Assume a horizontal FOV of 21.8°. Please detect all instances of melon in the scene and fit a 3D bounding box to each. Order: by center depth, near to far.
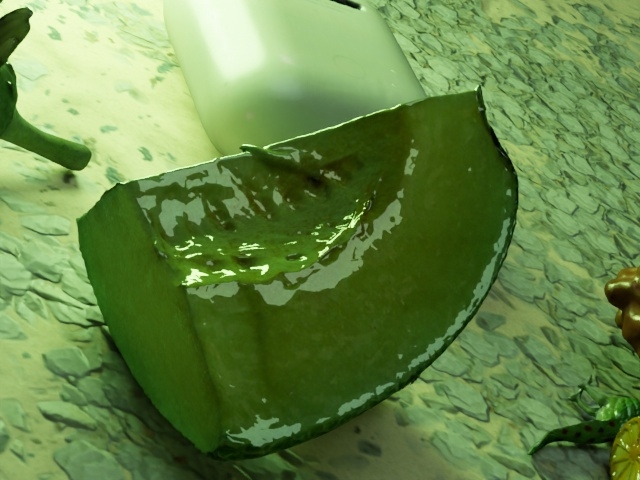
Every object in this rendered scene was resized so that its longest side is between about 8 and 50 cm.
[{"bbox_3d":[0.000,0.000,1.402,0.344,0.226,0.331,-13,33,-23],"label":"melon"}]

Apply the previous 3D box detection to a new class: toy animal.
[{"bbox_3d":[0.264,0.173,1.661,0.217,0.041,0.075,-3,43,-39],"label":"toy animal"}]

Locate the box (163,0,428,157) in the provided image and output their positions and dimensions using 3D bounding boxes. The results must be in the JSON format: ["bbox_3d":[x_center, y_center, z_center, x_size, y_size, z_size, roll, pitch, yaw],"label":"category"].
[{"bbox_3d":[-0.021,-0.184,1.863,0.289,0.141,0.349,13,32,-27],"label":"box"}]

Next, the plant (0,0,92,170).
[{"bbox_3d":[-0.356,-0.146,1.492,0.261,0.297,0.305,8,72,5],"label":"plant"}]

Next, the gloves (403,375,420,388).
[{"bbox_3d":[0.023,0.109,1.502,0.153,0.070,0.114,-13,58,-44],"label":"gloves"}]

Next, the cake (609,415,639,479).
[{"bbox_3d":[0.316,0.211,1.602,0.044,0.084,0.084,15,31,-21],"label":"cake"}]

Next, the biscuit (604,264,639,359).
[{"bbox_3d":[0.473,0.146,1.780,0.318,0.110,0.312,45,17,33],"label":"biscuit"}]
